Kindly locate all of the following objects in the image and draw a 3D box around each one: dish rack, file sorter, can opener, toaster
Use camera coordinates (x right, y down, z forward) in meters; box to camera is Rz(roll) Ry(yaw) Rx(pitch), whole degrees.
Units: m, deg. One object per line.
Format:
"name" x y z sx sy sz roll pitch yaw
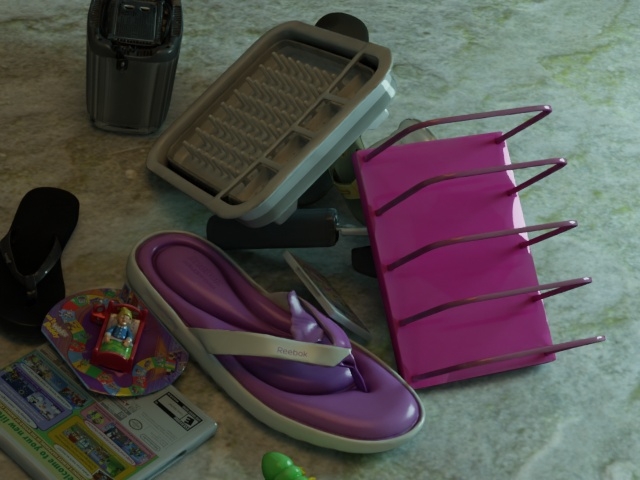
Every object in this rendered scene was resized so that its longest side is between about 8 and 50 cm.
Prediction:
"dish rack" -0.056 -0.141 1.837 0.285 0.072 0.333 -47 32 -8
"file sorter" 0.187 0.005 1.688 0.202 0.182 0.290 -9 82 -21
"can opener" 0.000 0.000 1.812 0.280 0.093 0.074 3 4 4
"toaster" -0.255 -0.246 1.990 0.129 0.146 0.227 4 41 -8

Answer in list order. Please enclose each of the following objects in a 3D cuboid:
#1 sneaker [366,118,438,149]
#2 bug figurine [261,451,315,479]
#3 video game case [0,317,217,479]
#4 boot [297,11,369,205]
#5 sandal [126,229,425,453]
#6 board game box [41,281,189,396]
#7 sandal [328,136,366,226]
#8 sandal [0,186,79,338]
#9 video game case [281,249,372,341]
"sneaker" 0.144 -0.026 1.898 0.129 0.111 0.297 -28 53 -10
"bug figurine" -0.033 0.315 1.470 0.279 0.072 0.216 -26 54 -36
"video game case" -0.253 0.190 1.593 0.212 0.023 0.193 37 46 24
"boot" 0.003 -0.159 2.004 0.112 0.115 0.305 15 60 1
"sandal" -0.063 0.102 1.679 0.416 0.102 0.169 32 44 20
"board game box" -0.230 0.103 1.648 0.133 0.033 0.168 -19 51 -36
"sandal" 0.044 -0.086 1.873 0.180 0.072 0.049 59 21 17
"sandal" -0.345 0.015 1.742 0.097 0.054 0.254 7 41 -7
"video game case" 0.008 0.066 1.758 0.087 0.011 0.122 37 10 -48
